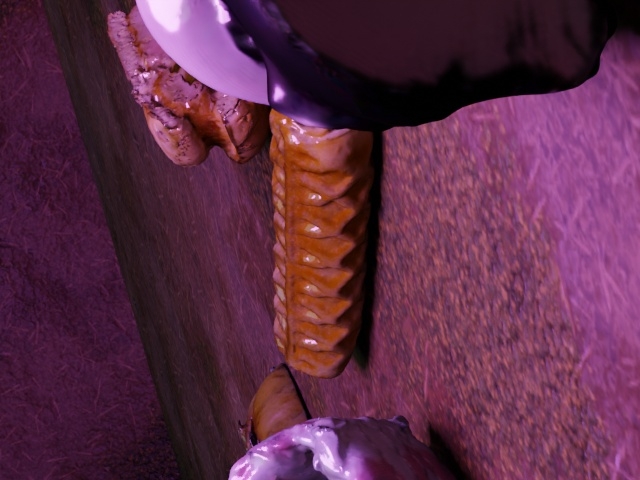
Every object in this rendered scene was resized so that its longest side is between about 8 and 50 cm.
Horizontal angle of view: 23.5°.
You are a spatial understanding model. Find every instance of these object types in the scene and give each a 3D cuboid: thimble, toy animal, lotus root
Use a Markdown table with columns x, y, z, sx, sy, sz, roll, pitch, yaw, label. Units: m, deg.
| x | y | z | sx | sy | sz | roll | pitch | yaw | label |
| --- | --- | --- | --- | --- | --- | --- | --- | --- | --- |
| 0.022 | 0.237 | 1.200 | 0.149 | 0.185 | 0.211 | 18 | -106 | -55 | thimble |
| 0.006 | -0.166 | 0.777 | 0.267 | 0.213 | 0.212 | 27 | 133 | 63 | toy animal |
| -0.052 | 0.247 | 1.813 | 0.203 | 0.078 | 0.183 | -117 | 17 | -44 | lotus root |

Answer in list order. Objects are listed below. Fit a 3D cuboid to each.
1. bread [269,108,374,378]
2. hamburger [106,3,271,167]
| x | y | z | sx | sy | sz | roll | pitch | yaw | label |
| --- | --- | --- | --- | --- | --- | --- | --- | --- | --- |
| -0.001 | 0.000 | 1.291 | 0.367 | 0.077 | 0.084 | 92 | 158 | -53 | bread |
| -0.118 | -0.155 | 1.527 | 0.131 | 0.124 | 0.262 | 60 | -178 | -38 | hamburger |
